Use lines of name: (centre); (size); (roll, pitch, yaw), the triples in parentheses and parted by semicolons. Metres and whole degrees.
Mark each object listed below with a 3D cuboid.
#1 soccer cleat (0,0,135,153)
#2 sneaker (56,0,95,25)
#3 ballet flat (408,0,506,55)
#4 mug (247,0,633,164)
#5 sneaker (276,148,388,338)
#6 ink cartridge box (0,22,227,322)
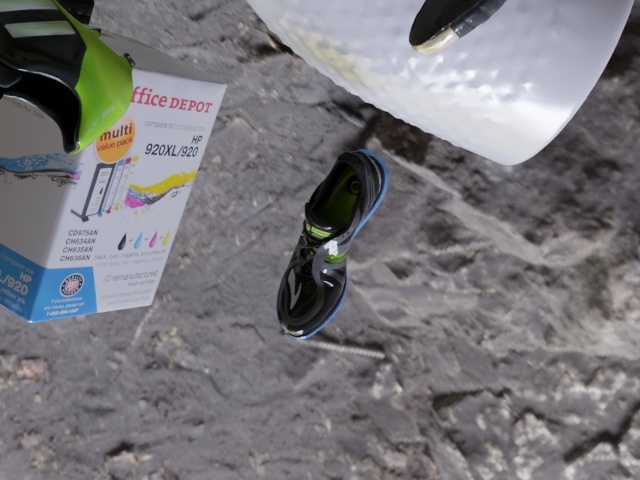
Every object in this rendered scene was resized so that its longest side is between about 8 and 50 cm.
soccer cleat: (-0.184, -0.124, 0.562); (0.179, 0.060, 0.072); (41, 55, -18)
sneaker: (-0.433, -0.381, 1.650); (0.107, 0.124, 0.283); (35, 67, -23)
ballet flat: (0.129, -0.178, 0.654); (0.173, 0.057, 0.049); (-42, 129, 0)
mug: (0.085, -0.257, 1.036); (0.328, 0.374, 0.276); (23, 79, -12)
sneaker: (0.000, 0.000, 0.933); (0.078, 0.067, 0.188); (16, 98, -63)
ink cartridge box: (-0.226, -0.072, 0.905); (0.171, 0.168, 0.232); (-4, 118, -61)
